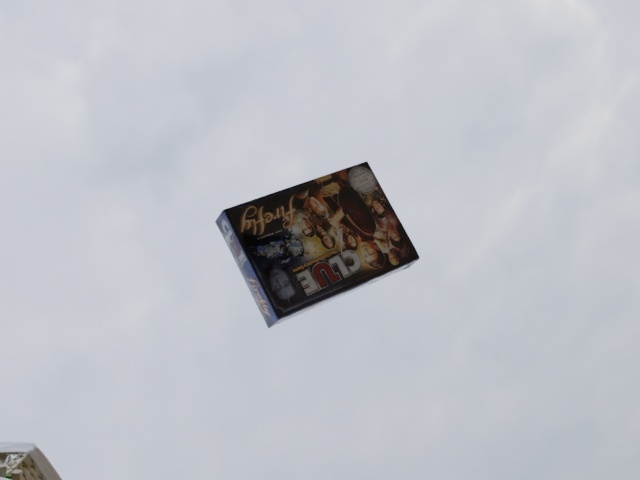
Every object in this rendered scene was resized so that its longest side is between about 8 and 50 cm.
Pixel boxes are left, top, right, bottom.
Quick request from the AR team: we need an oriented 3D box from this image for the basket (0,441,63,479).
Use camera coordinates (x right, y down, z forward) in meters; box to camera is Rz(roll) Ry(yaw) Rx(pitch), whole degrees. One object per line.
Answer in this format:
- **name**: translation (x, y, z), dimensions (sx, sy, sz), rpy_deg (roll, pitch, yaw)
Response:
- **basket**: translation (-0.415, 0.376, 1.158), dimensions (0.103, 0.113, 0.167), rpy_deg (-43, -66, -44)

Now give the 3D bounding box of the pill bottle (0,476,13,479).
- **pill bottle**: translation (-0.330, 0.358, 0.780), dimensions (0.146, 0.146, 0.264), rpy_deg (-9, -50, -39)

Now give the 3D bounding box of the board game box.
- **board game box**: translation (0.000, 0.000, 1.148), dimensions (0.243, 0.165, 0.042), rpy_deg (-22, -13, -30)

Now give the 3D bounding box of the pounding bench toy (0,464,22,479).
- **pounding bench toy**: translation (-0.429, 0.304, 1.054), dimensions (0.083, 0.065, 0.052), rpy_deg (1, -83, -58)
